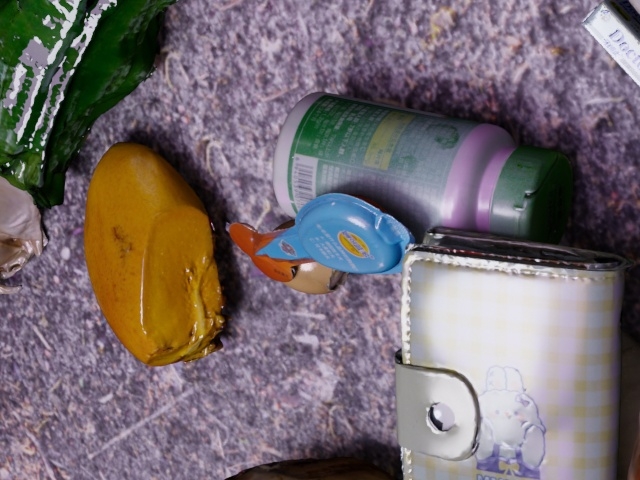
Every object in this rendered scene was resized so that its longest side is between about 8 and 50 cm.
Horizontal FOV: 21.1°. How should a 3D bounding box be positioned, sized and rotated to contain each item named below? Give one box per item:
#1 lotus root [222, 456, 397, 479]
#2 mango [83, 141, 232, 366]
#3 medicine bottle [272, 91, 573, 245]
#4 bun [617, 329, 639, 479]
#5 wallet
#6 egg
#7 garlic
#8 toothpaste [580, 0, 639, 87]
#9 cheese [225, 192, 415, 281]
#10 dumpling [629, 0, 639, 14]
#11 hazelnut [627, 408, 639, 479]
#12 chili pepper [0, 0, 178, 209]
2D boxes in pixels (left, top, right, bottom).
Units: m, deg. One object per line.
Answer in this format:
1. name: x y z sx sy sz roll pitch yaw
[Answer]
1. lotus root: -0.005 0.316 1.787 0.272 0.272 0.192 -22 82 35
2. mango: -0.184 0.013 1.859 0.154 0.126 0.252 -22 84 55
3. medicine bottle: 0.099 -0.057 1.650 0.274 0.133 0.133 15 113 29
4. bun: 0.213 0.197 1.654 0.259 0.152 0.259 12 114 28
5. wallet: 0.168 0.154 1.543 0.223 0.077 0.309 7 104 25
6. egg: -0.014 0.014 1.777 0.096 0.080 0.080 20 116 19
7. garlic: -0.429 -0.018 2.004 0.229 0.178 0.143 -56 41 14
8. toothpaste: 0.307 -0.151 1.542 0.164 0.046 0.034 49 128 9
9. cheese: 0.000 0.000 1.659 0.256 0.037 0.106 -9 127 52
10. dumpling: 0.337 -0.281 1.417 0.260 0.181 0.341 32 152 43
11. hazelnut: 0.433 0.203 1.396 0.372 0.372 0.315 22 128 25
12. chili pepper: -0.275 -0.191 1.791 0.167 0.213 0.385 38 124 11
